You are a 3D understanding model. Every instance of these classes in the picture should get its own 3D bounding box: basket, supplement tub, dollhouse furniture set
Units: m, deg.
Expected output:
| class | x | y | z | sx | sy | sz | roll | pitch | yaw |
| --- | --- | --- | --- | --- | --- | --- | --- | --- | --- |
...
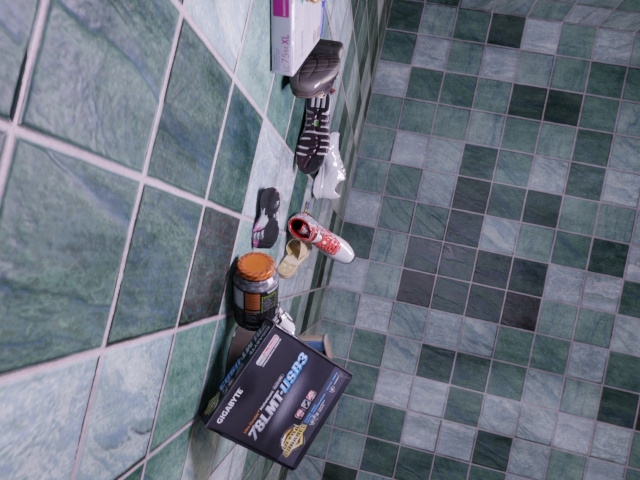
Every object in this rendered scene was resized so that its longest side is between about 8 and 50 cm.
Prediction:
| class | x | y | z | sx | sy | sz | roll | pitch | yaw |
| --- | --- | --- | --- | --- | --- | --- | --- | --- | --- |
| basket | -0.135 | 0.349 | 1.401 | 0.154 | 0.227 | 0.204 | -65 | 164 | -60 |
| supplement tub | -0.165 | 0.129 | 1.251 | 0.117 | 0.117 | 0.190 | -68 | 168 | -51 |
| dollhouse furniture set | -0.069 | 0.586 | 2.074 | 0.303 | 0.198 | 0.286 | -72 | 153 | -53 |

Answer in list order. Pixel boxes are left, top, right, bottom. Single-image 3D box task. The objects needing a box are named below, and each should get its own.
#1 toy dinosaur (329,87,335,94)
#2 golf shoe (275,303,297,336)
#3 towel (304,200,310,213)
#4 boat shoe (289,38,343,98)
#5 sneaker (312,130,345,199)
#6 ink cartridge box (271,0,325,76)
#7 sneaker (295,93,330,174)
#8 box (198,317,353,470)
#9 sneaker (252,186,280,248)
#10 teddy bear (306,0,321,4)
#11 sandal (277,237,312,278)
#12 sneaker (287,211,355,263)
| class | x | y | z | sx | sy | sz | roll | pitch | yaw |
| --- | --- | --- | --- | --- | --- | --- | --- | --- | --- |
| toy dinosaur | 0.039 | -0.558 | 1.846 | 0.082 | 0.090 | 0.047 | -10 | 133 | -48 |
| golf shoe | -0.144 | 0.221 | 1.462 | 0.077 | 0.198 | 0.094 | -38 | 159 | 7 |
| towel | -0.055 | -0.131 | 2.034 | 0.083 | 0.010 | 0.060 | -8 | 110 | -82 |
| boat shoe | -0.003 | -0.474 | 1.420 | 0.355 | 0.133 | 0.130 | -67 | 166 | -50 |
| sneaker | 0.052 | -0.313 | 2.083 | 0.111 | 0.130 | 0.296 | -41 | 141 | -74 |
| ink cartridge box | -0.048 | -0.557 | 1.217 | 0.311 | 0.065 | 0.185 | -66 | 165 | -46 |
| sneaker | -0.009 | -0.355 | 1.673 | 0.162 | 0.107 | 0.281 | 1 | 101 | -85 |
| box | -0.103 | 0.394 | 1.253 | 0.295 | 0.293 | 0.073 | -55 | -152 | -10 |
| sneaker | -0.138 | -0.062 | 1.338 | 0.077 | 0.072 | 0.178 | -89 | -165 | -73 |
| teddy bear | -0.017 | -0.633 | 1.035 | 0.338 | 0.113 | 0.245 | -59 | 135 | -38 |
| sandal | -0.087 | 0.032 | 1.774 | 0.240 | 0.088 | 0.079 | -62 | 168 | -45 |
| sneaker | -0.001 | 0.001 | 1.758 | 0.090 | 0.270 | 0.145 | -52 | 173 | 15 |
